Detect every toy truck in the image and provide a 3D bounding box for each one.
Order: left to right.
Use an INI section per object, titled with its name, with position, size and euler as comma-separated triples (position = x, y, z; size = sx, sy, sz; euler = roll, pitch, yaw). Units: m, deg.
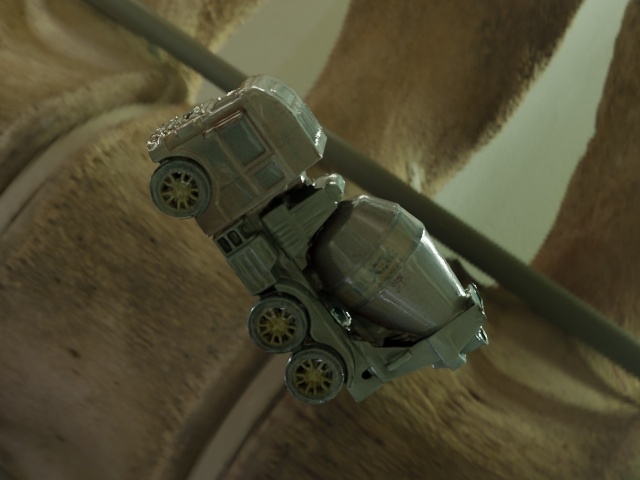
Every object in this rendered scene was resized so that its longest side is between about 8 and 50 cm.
[toy truck]
position = 0.000, 0.000, 0.950
size = 0.140, 0.108, 0.256
euler = -33, -80, 11
